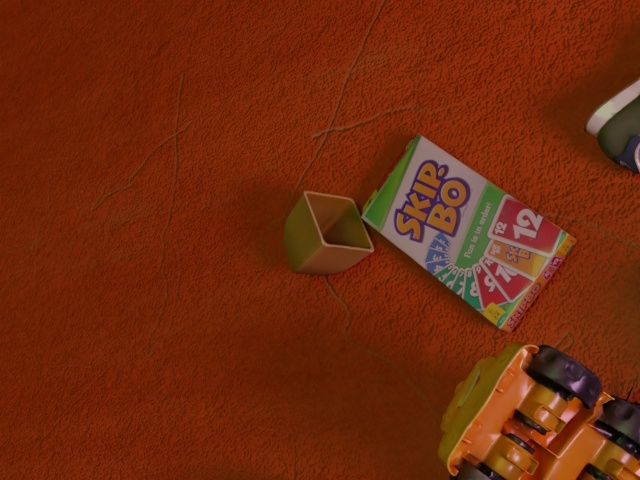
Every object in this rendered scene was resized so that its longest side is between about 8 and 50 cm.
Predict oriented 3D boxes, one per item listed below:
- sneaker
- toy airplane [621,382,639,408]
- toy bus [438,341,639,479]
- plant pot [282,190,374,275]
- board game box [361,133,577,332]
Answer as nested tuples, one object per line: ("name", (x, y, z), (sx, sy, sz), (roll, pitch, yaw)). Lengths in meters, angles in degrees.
("sneaker", (0.365, -0.142, 0.970), (0.192, 0.064, 0.086), (-41, 63, 19))
("toy airplane", (0.341, 0.185, 0.896), (0.151, 0.028, 0.151), (-12, 70, 34))
("toy bus", (0.188, 0.177, 0.892), (0.149, 0.220, 0.211), (-54, 20, -3))
("plant pot", (0.000, 0.000, 1.180), (0.083, 0.081, 0.081), (-46, 52, 37))
("board game box", (0.153, -0.020, 1.101), (0.259, 0.039, 0.124), (41, 100, 40))
